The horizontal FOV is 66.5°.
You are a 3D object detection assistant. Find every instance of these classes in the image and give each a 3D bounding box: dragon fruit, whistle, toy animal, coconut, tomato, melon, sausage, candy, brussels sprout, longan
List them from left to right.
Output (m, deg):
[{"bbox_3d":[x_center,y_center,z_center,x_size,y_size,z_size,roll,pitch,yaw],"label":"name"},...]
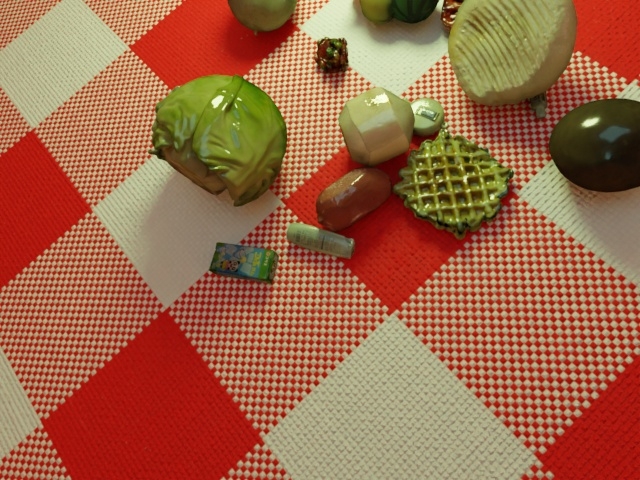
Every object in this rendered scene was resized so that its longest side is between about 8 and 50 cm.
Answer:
[{"bbox_3d":[-0.299,-0.334,1.506,0.425,0.342,0.361,30,80,21],"label":"brussels sprout"},{"bbox_3d":[-0.234,0.069,1.495,0.194,0.062,0.097,8,71,16],"label":"candy"},{"bbox_3d":[-0.206,-0.904,1.742,0.268,0.268,0.331,7,94,15],"label":"melon"},{"bbox_3d":[0.048,-0.646,1.680,0.142,0.175,0.138,42,94,-8],"label":"dragon fruit"},{"bbox_3d":[0.091,-0.128,1.454,0.254,0.148,0.148,-40,67,-7],"label":"sausage"},{"bbox_3d":[0.174,-0.341,1.470,0.241,0.241,0.241,-4,69,11],"label":"coconut"},{"bbox_3d":[0.239,-0.835,1.660,0.338,0.216,0.191,18,102,15],"label":"toy animal"},{"bbox_3d":[0.287,-0.411,1.554,0.257,0.067,0.126,27,77,23],"label":"whistle"},{"bbox_3d":[0.514,-0.758,1.615,0.227,0.101,0.228,-11,63,24],"label":"tomato"},{"bbox_3d":[0.770,-0.256,1.297,0.300,0.243,0.300,7,39,-6],"label":"longan"}]

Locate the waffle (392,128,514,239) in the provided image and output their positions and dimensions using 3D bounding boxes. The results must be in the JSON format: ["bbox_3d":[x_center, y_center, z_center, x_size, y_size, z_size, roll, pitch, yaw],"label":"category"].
[{"bbox_3d":[0.386,-0.166,1.437,0.317,0.073,0.297,36,80,20],"label":"waffle"}]

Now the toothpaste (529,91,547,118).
[{"bbox_3d":[0.667,-0.483,1.509,0.067,0.037,0.256,-5,66,17],"label":"toothpaste"}]

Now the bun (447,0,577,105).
[{"bbox_3d":[0.564,-0.582,1.432,0.365,0.219,0.366,13,113,32],"label":"bun"}]

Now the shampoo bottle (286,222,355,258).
[{"bbox_3d":[0.000,0.000,1.471,0.212,0.049,0.072,17,100,17],"label":"shampoo bottle"}]
